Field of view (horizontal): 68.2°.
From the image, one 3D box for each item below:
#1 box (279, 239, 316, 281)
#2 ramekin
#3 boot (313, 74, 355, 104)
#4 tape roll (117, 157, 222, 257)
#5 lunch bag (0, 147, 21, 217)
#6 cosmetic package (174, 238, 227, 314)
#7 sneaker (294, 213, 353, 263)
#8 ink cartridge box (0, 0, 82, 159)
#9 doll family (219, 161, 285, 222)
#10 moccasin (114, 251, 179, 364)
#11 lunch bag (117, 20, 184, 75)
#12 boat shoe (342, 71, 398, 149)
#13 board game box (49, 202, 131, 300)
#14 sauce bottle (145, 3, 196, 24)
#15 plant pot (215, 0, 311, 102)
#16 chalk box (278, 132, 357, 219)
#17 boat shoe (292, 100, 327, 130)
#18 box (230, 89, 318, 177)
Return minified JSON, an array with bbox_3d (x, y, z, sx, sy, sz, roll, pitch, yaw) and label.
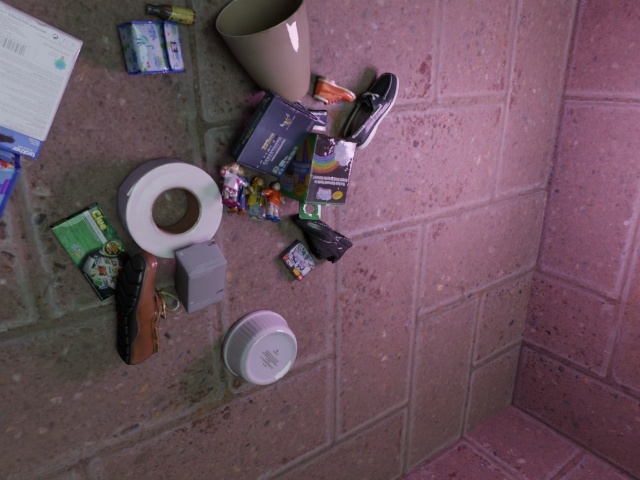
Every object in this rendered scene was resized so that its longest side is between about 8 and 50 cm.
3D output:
[{"bbox_3d":[-0.083,0.076,1.766,0.094,0.027,0.137,-44,127,-15],"label":"box"},{"bbox_3d":[-0.208,0.400,1.727,0.273,0.127,0.272,-14,114,-33],"label":"ramekin"},{"bbox_3d":[0.047,-0.501,1.636,0.158,0.059,0.084,15,100,-31],"label":"boot"},{"bbox_3d":[-0.439,-0.096,1.388,0.286,0.100,0.286,-14,115,-32],"label":"tape roll"},{"bbox_3d":[-0.857,-0.097,1.076,0.221,0.138,0.293,20,106,-40],"label":"lunch bag"},{"bbox_3d":[-0.368,0.112,1.448,0.127,0.107,0.238,-23,156,-27],"label":"cosmetic package"},{"bbox_3d":[0.000,0.000,1.755,0.286,0.109,0.130,33,91,-38],"label":"sneaker"},{"bbox_3d":[-0.711,-0.367,1.107,0.186,0.065,0.310,20,91,-40],"label":"ink cartridge box"},{"bbox_3d":[-0.236,-0.155,1.498,0.263,0.118,0.163,21,62,-43],"label":"doll family"},{"bbox_3d":[-0.513,0.200,1.399,0.147,0.139,0.379,-17,125,-43],"label":"moccasin"},{"bbox_3d":[-0.434,-0.507,1.249,0.151,0.096,0.128,-24,118,-45],"label":"lunch bag"},{"bbox_3d":[0.180,-0.478,1.704,0.091,0.114,0.302,23,91,-46],"label":"boat shoe"},{"bbox_3d":[-0.628,0.036,1.341,0.136,0.030,0.259,-32,123,-21],"label":"board game box"},{"bbox_3d":[-0.400,-0.608,1.267,0.128,0.042,0.042,-5,110,-33],"label":"sauce bottle"},{"bbox_3d":[-0.132,-0.548,1.384,0.256,0.257,0.274,-44,144,-16],"label":"plant pot"},{"bbox_3d":[-0.022,-0.217,1.609,0.180,0.179,0.288,1,107,-38],"label":"chalk box"},{"bbox_3d":[-0.074,-0.416,1.547,0.255,0.095,0.079,2,107,-39],"label":"boat shoe"},{"bbox_3d":[-0.142,-0.320,1.455,0.184,0.059,0.232,17,117,-45],"label":"box"}]
